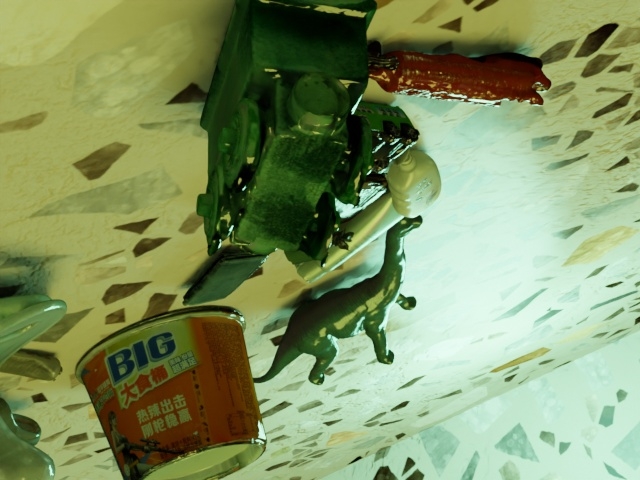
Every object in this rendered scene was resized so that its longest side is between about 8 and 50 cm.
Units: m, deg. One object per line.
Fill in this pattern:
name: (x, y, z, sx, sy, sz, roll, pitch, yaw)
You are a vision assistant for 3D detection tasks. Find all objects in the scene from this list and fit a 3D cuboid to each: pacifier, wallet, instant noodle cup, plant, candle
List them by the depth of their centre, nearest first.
candle: (0.145, -0.190, 1.255, 0.301, 0.084, 0.059, 1, 118, -31)
pacifier: (-0.418, 0.205, 1.385, 0.343, 0.269, 0.288, -33, 178, 34)
wallet: (-0.020, -0.051, 1.453, 0.232, 0.031, 0.122, -3, 151, -41)
plant: (0.000, 0.000, 1.558, 0.102, 0.051, 0.051, -17, 160, 18)
wallet: (-0.137, 0.049, 1.583, 0.088, 0.026, 0.129, -7, 153, -42)
instant noodle cup: (-0.222, 0.264, 1.750, 0.296, 0.214, 0.296, -18, 157, -8)

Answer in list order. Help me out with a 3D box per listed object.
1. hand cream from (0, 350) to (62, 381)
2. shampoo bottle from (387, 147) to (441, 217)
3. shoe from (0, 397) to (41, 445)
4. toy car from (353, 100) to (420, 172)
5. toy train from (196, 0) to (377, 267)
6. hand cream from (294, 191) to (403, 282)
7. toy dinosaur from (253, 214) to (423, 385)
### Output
hand cream: (-0.440, 0.177, 1.603, 0.057, 0.037, 0.165, -33, 148, 26)
shampoo bottle: (0.121, -0.089, 1.469, 0.077, 0.045, 0.152, -40, 152, -6)
shoe: (-0.513, 0.276, 1.724, 0.195, 0.079, 0.078, 19, 100, -47)
toy car: (0.039, -0.126, 1.294, 0.165, 0.063, 0.071, 1, 148, -44)
toy train: (-0.037, -0.098, 1.075, 0.145, 0.202, 0.266, 7, 150, -14)
hand cream: (0.051, -0.012, 1.593, 0.205, 0.050, 0.078, -35, 149, 19)
toy dinosaur: (0.010, 0.101, 1.779, 0.383, 0.129, 0.331, -22, 147, 4)
